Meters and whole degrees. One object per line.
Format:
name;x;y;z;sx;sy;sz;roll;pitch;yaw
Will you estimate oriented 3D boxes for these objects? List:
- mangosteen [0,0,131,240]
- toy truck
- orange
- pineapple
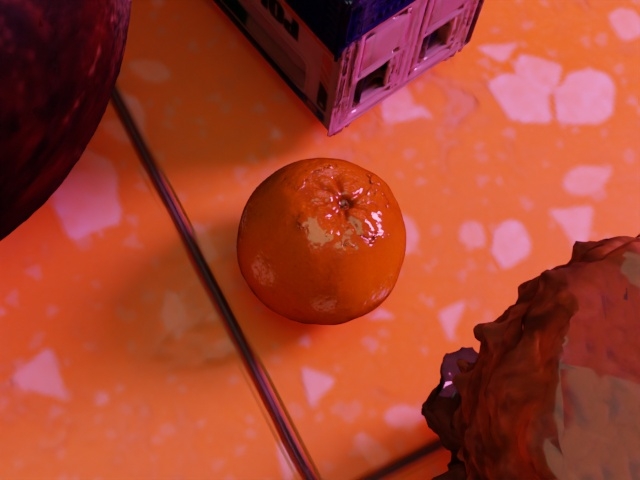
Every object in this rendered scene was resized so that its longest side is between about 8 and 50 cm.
mangosteen;-0.226;-0.126;0.449;0.329;0.330;0.330;2;67;-5
toy truck;-0.035;-0.198;0.582;0.124;0.155;0.268;-34;72;-19
orange;0.000;0.000;0.544;0.083;0.070;0.083;4;63;-8
pineapple;0.096;0.079;0.426;0.128;0.248;0.128;2;74;-6
